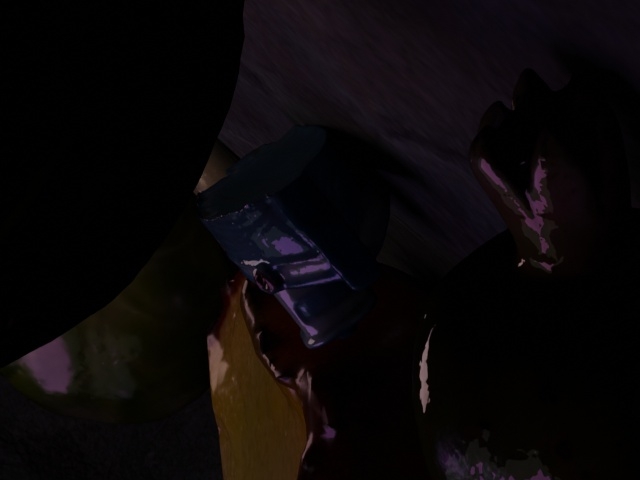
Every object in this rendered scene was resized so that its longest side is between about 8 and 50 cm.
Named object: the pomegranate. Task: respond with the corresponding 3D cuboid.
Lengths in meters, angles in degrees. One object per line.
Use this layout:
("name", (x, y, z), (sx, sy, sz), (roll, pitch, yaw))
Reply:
("pomegranate", (0.075, 0.024, 0.458), (0.114, 0.114, 0.142), (35, 146, 59))

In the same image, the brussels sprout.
("brussels sprout", (-0.219, -0.006, 1.584), (0.289, 0.281, 0.355), (-78, -25, -57))

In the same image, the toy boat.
("toy boat", (0.000, 0.000, 0.889), (0.102, 0.088, 0.215), (53, 176, -11))

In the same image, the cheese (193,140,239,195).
("cheese", (-0.030, 0.003, 1.482), (0.235, 0.050, 0.127), (42, 176, 17))

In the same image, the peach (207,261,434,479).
("peach", (0.043, 0.126, 1.100), (0.362, 0.201, 0.258), (128, 139, -74))

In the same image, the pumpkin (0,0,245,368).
("pumpkin", (-0.176, -0.097, 0.535), (0.323, 0.241, 0.323), (44, 178, 2))
